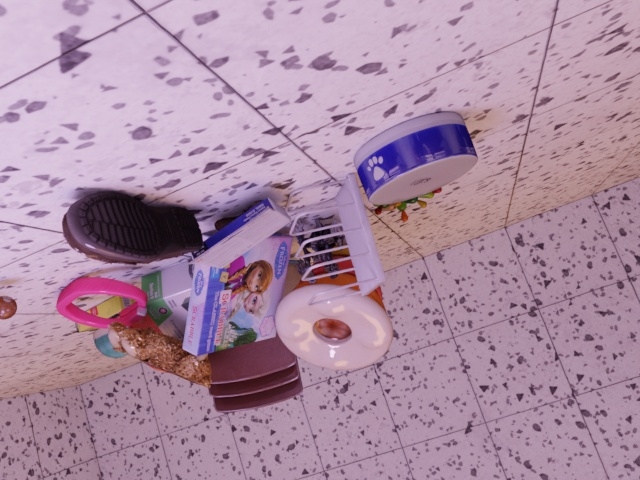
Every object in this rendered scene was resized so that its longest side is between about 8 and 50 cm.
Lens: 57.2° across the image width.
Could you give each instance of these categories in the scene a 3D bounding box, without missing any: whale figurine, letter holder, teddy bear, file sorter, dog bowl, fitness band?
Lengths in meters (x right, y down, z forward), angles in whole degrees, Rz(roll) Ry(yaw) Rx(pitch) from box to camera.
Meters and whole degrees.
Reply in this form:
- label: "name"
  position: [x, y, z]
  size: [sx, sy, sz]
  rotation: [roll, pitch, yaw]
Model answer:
- label: "whale figurine"
  position: [-0.728, 0.366, 2.261]
  size: [0.272, 0.141, 0.216]
  rotation: [-10, 165, -39]
- label: "letter holder"
  position: [-0.220, 0.432, 1.914]
  size: [0.302, 0.214, 0.152]
  rotation: [-12, 160, -4]
- label: "teddy bear"
  position: [-0.432, 0.303, 1.634]
  size: [0.338, 0.113, 0.245]
  rotation: [29, 162, -24]
- label: "file sorter"
  position: [0.026, 0.006, 1.478]
  size: [0.173, 0.278, 0.193]
  rotation: [-12, 167, -13]
- label: "dog bowl"
  position: [0.215, -0.179, 1.330]
  size: [0.265, 0.104, 0.265]
  rotation: [-18, 169, -4]
- label: "fitness band"
  position: [-0.599, 0.176, 1.606]
  size: [0.209, 0.054, 0.291]
  rotation: [23, 145, -33]

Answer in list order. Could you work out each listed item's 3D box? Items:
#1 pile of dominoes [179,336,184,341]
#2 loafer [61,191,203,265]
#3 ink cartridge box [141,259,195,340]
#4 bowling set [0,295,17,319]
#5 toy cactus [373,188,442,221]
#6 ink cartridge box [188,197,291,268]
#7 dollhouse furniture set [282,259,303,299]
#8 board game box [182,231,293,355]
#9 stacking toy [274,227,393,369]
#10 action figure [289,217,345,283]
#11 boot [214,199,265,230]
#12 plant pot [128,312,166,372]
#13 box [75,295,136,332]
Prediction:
- label: "pile of dominoes"
  position: [-0.346, 0.313, 1.845]
  size: [0.251, 0.040, 0.196]
  rotation: [-7, 163, -45]
- label: "loafer"
  position: [-0.373, 0.000, 1.154]
  size: [0.130, 0.134, 0.366]
  rotation: [-23, 168, 18]
- label: "ink cartridge box"
  position: [-0.361, 0.167, 1.768]
  size: [0.289, 0.121, 0.211]
  rotation: [-20, 135, 1]
- label: "bowling set"
  position: [-0.799, 0.163, 1.305]
  size: [0.200, 0.154, 0.287]
  rotation: [-39, 176, -25]
- label: "toy cactus"
  position: [0.233, -0.112, 1.722]
  size: [0.219, 0.112, 0.180]
  rotation: [-23, -179, -27]
- label: "ink cartridge box"
  position: [-0.189, -0.016, 1.364]
  size: [0.223, 0.045, 0.224]
  rotation: [-34, 171, 4]
- label: "dollhouse furniture set"
  position: [-0.194, 0.232, 2.129]
  size: [0.303, 0.286, 0.198]
  rotation: [1, 161, -30]
- label: "board game box"
  position: [-0.224, 0.138, 1.642]
  size: [0.066, 0.319, 0.318]
  rotation: [17, -167, 35]
- label: "stacking toy"
  position: [0.074, 0.133, 1.857]
  size: [0.350, 0.350, 0.480]
  rotation: [-26, -151, 31]
- label: "action figure"
  position: [0.000, 0.000, 1.693]
  size: [0.164, 0.141, 0.276]
  rotation: [-8, -150, 5]
- label: "boot"
  position: [-0.187, -0.061, 1.411]
  size: [0.106, 0.037, 0.114]
  rotation: [-16, 169, -44]
- label: "plant pot"
  position: [-0.474, 0.279, 2.036]
  size: [0.265, 0.272, 0.272]
  rotation: [-36, 161, 30]
- label: "box"
  position: [-0.700, 0.238, 1.923]
  size: [0.232, 0.058, 0.087]
  rotation: [-25, 167, 29]
